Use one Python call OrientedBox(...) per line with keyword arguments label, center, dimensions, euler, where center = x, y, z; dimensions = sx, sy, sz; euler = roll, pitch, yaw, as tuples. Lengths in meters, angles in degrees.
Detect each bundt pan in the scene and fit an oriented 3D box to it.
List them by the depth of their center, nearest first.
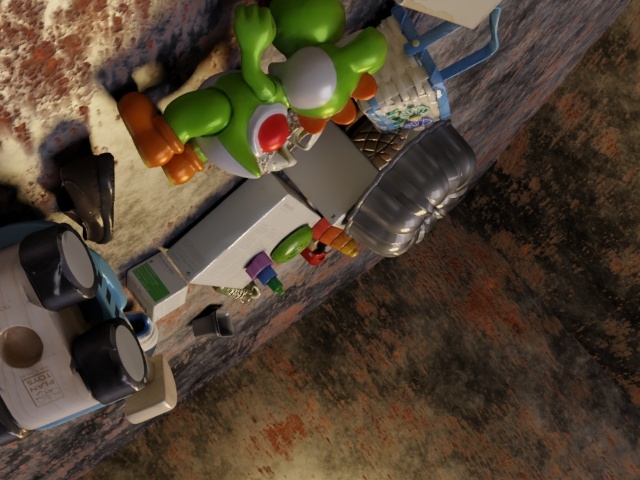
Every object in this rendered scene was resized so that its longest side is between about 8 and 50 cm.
OrientedBox(label="bundt pan", center=(0.207, -0.093, 1.405), dimensions=(0.331, 0.124, 0.331), euler=(-44, 167, -13))

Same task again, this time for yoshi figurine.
OrientedBox(label="yoshi figurine", center=(-0.094, -0.233, 0.914), dimensions=(0.363, 0.203, 0.203), euler=(-25, 127, 0))

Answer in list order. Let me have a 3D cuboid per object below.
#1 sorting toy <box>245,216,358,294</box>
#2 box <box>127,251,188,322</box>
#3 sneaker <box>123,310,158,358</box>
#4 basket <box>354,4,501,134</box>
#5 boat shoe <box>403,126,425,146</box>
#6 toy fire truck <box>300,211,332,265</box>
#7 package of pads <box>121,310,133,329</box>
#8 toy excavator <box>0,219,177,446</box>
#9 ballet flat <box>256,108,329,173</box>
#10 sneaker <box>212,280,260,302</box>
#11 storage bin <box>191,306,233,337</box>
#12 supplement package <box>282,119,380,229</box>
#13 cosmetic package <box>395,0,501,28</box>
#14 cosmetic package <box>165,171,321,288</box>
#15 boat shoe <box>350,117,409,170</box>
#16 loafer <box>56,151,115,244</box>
OrientedBox(label="sorting toy", center=(-0.023, 0.039, 1.661), dimensions=(0.366, 0.126, 0.127), euler=(-31, 166, -44))
OrientedBox(label="box", center=(-0.348, 0.100, 1.405), dimensions=(0.087, 0.101, 0.102), euler=(-33, 167, -29))
OrientedBox(label="sneaker", center=(-0.519, 0.266, 1.498), dimensions=(0.323, 0.130, 0.236), euler=(-24, 152, -37))
OrientedBox(label="basket", center=(0.198, -0.327, 1.230), dimensions=(0.289, 0.201, 0.255), euler=(-32, 169, 12))
OrientedBox(label="boat shoe", center=(0.212, -0.246, 1.863), dimensions=(0.227, 0.079, 0.081), euler=(-45, 163, 13))
OrientedBox(label="toy fire truck", center=(0.000, 0.000, 2.041), dimensions=(0.217, 0.158, 0.246), euler=(-30, 155, -38))
OrientedBox(label="package of pads", center=(-0.502, 0.188, 1.269), dimensions=(0.229, 0.101, 0.296), euler=(-37, 168, -8))
OrientedBox(label="toy excavator", center=(-0.362, 0.157, 1.037), dimensions=(0.223, 0.432, 0.445), euler=(-23, -167, 1))
OrientedBox(label="ballet flat", center=(-0.060, -0.190, 1.265), dimensions=(0.241, 0.077, 0.091), euler=(-45, 168, 27))
OrientedBox(label="sneaker", center=(-0.236, 0.143, 1.932), dimensions=(0.064, 0.086, 0.192), euler=(-43, 167, 16))
OrientedBox(label="storage bin", center=(-0.343, 0.263, 2.077), dimensions=(0.091, 0.098, 0.135), euler=(-13, 172, 9))
OrientedBox(label="supplement package", center=(0.040, -0.142, 1.457), dimensions=(0.149, 0.194, 0.203), euler=(-43, 168, 8))
OrientedBox(label="cosmetic package", center=(0.160, -0.408, 0.937), dimensions=(0.113, 0.160, 0.309), euler=(-45, 166, 28))
OrientedBox(label="cosmetic package", center=(-0.161, -0.016, 1.550), dimensions=(0.284, 0.097, 0.377), euler=(-39, 169, 4))
OrientedBox(label="boat shoe", center=(0.096, -0.208, 1.633), dimensions=(0.324, 0.123, 0.116), euler=(-50, -160, 10))
OrientedBox(label="loafer", center=(-0.338, -0.062, 0.951), dimensions=(0.079, 0.080, 0.220), euler=(1, 153, -18))
